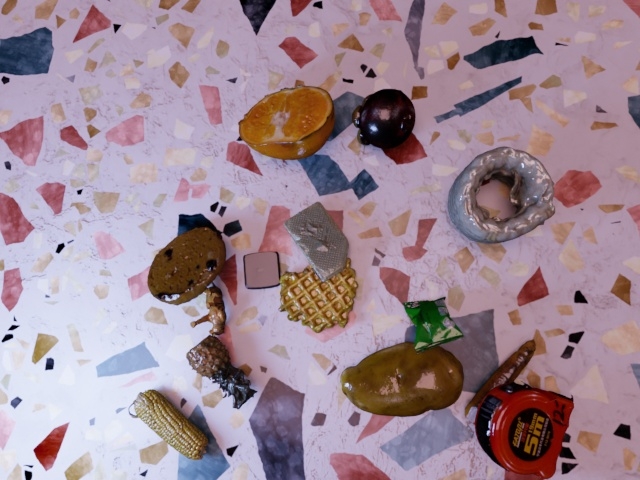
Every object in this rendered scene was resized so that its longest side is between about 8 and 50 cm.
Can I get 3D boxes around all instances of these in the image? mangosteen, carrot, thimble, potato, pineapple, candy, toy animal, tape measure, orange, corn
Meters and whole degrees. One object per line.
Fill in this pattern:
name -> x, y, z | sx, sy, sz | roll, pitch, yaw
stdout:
mangosteen -> 0.213, -0.402, 1.456 | 0.210, 0.210, 0.210 | -1, 79, 7
carrot -> 0.547, 0.420, 1.320 | 0.066, 0.066, 0.314 | 41, 86, 12
thimble -> 0.552, -0.128, 1.356 | 0.291, 0.195, 0.291 | -1, 84, 5
potato -> 0.243, 0.417, 1.317 | 0.369, 0.176, 0.195 | -13, 104, 9
pineapple -> -0.313, 0.423, 1.405 | 0.128, 0.128, 0.248 | -44, 82, -2
candy -> 0.332, 0.242, 1.329 | 0.141, 0.203, 0.078 | -30, 121, 14
toy animal -> -0.366, 0.184, 1.476 | 0.114, 0.116, 0.255 | -27, 61, 27
tape measure -> 0.568, 0.521, 1.244 | 0.260, 0.114, 0.253 | 21, 83, -12
orange -> -0.097, -0.392, 1.464 | 0.310, 0.274, 0.274 | -29, 72, 46
corn -> -0.479, 0.588, 1.405 | 0.293, 0.106, 0.106 | 34, 86, 12

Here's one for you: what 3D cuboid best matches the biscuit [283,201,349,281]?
biscuit -> 0.000, 0.000, 1.446 | 0.150, 0.052, 0.252 | -30, 67, -9

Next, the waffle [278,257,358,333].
waffle -> -0.011, 0.161, 1.448 | 0.291, 0.051, 0.291 | -1, 80, 5

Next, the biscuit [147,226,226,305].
biscuit -> -0.440, 0.085, 1.464 | 0.296, 0.075, 0.296 | -12, 51, 15

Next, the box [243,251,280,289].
box -> -0.199, 0.103, 1.498 | 0.126, 0.027, 0.125 | -6, 81, 5
